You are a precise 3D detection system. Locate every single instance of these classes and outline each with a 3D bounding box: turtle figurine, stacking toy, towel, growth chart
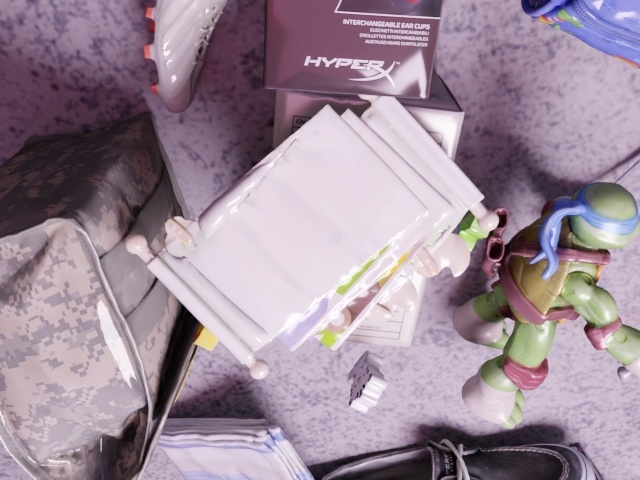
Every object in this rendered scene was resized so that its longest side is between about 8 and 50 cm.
[{"bbox_3d":[0.251,0.057,0.588,0.274,0.198,0.266,-17,152,-33],"label":"turtle figurine"},{"bbox_3d":[0.015,0.032,0.524,0.166,0.052,0.221,26,114,-13],"label":"stacking toy"},{"bbox_3d":[-0.079,0.328,0.793,0.209,0.034,0.285,-9,119,33],"label":"towel"},{"bbox_3d":[0.000,0.000,0.472,0.237,0.021,0.172,-35,103,4],"label":"growth chart"}]

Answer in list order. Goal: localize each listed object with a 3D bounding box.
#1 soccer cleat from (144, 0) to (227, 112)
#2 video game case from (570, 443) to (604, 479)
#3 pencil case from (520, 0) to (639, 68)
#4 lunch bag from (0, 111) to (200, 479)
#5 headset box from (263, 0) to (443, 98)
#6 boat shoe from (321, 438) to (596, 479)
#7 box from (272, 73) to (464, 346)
[{"bbox_3d":[-0.106,-0.203,0.540,0.076,0.068,0.196,5,115,-5],"label":"soccer cleat"},{"bbox_3d":[0.376,0.398,0.766,0.041,0.210,0.232,-30,114,16],"label":"video game case"},{"bbox_3d":[0.315,-0.173,0.512,0.305,0.133,0.119,24,149,-10],"label":"pencil case"},{"bbox_3d":[-0.195,0.064,0.584,0.168,0.235,0.287,-10,117,7],"label":"lunch bag"},{"bbox_3d":[0.025,-0.267,0.416,0.110,0.218,0.294,3,117,-2],"label":"headset box"},{"bbox_3d":[0.155,0.304,0.769,0.334,0.121,0.119,-20,120,13],"label":"boat shoe"},{"bbox_3d":[0.027,-0.035,0.590,0.148,0.127,0.233,7,117,-2],"label":"box"}]
